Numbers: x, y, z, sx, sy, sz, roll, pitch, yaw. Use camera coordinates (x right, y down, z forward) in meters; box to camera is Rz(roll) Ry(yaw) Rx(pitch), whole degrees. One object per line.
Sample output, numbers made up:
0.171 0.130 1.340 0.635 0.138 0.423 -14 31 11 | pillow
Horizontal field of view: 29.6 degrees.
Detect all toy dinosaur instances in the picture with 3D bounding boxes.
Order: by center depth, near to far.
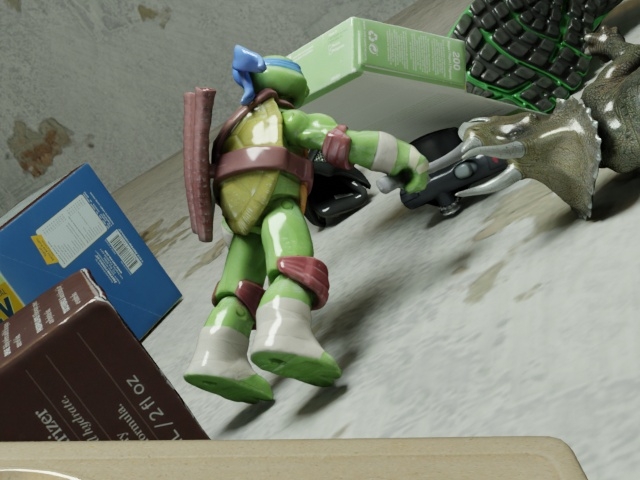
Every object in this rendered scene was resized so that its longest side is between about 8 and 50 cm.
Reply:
0.257 -0.103 0.848 0.313 0.121 0.160 -20 30 33 | toy dinosaur

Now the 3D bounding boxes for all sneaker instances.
0.224 -0.209 1.285 0.343 0.134 0.146 -44 -4 -33 | sneaker
0.004 -0.068 1.377 0.087 0.130 0.227 -37 -15 7 | sneaker

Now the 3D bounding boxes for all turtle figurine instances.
0.000 0.000 0.971 0.197 0.275 0.266 0 63 20 | turtle figurine

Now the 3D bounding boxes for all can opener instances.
0.152 -0.075 1.068 0.186 0.073 0.059 -20 9 19 | can opener

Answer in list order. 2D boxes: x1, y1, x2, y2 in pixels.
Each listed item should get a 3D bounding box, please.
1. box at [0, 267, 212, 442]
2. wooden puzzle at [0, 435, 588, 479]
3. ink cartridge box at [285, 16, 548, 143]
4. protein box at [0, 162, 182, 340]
-0.193 0.149 0.845 0.203 0.168 0.167 -37 14 -10 | box
-0.045 0.157 0.379 0.322 0.081 0.348 0 14 -4 | wooden puzzle
0.082 -0.132 1.111 0.235 0.056 0.171 6 -14 -31 | ink cartridge box
-0.305 0.058 1.384 0.136 0.200 0.201 -24 16 37 | protein box
